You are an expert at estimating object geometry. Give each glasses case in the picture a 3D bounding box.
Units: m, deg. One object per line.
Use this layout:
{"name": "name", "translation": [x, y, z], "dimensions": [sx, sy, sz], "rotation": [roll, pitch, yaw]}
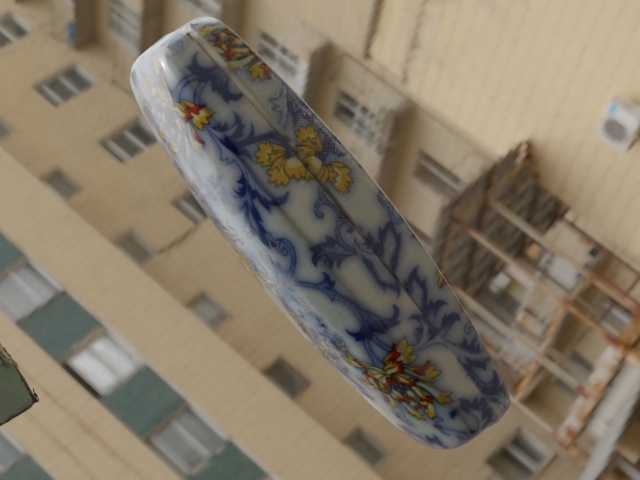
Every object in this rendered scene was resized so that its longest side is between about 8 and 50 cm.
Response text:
{"name": "glasses case", "translation": [0.000, 0.000, 0.631], "dimensions": [0.065, 0.248, 0.087], "rotation": [-41, 7, -26]}

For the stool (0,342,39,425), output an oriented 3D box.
{"name": "stool", "translation": [-0.312, 0.086, 0.552], "dimensions": [0.270, 0.170, 0.243], "rotation": [-29, -1, 17]}
